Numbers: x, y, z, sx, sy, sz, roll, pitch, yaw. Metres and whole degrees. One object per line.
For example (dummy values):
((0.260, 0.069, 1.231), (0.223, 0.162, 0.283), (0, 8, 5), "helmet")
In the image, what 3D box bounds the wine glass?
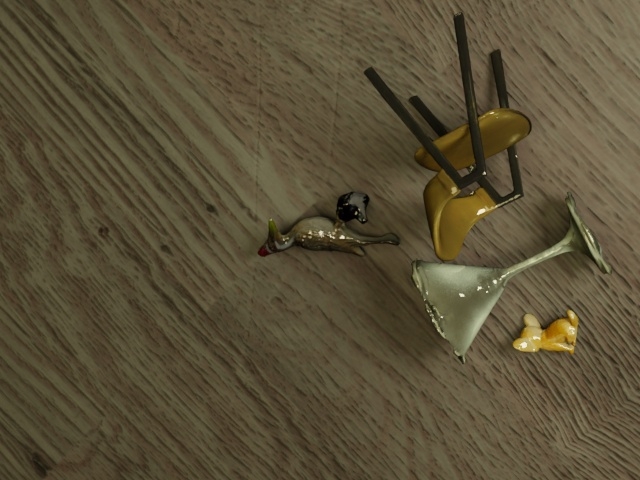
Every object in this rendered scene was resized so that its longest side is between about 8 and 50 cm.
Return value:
((0.253, 0.041, 1.322), (0.232, 0.156, 0.156), (-27, 93, 15), "wine glass")

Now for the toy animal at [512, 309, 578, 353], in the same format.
((0.306, 0.124, 1.366), (0.083, 0.060, 0.081), (6, 142, 13), "toy animal")

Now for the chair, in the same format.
((0.178, -0.121, 1.260), (0.172, 0.159, 0.246), (-29, 71, 21), "chair")

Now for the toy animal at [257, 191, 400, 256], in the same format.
((0.002, -0.009, 1.419), (0.202, 0.070, 0.105), (-16, 116, 14), "toy animal")
